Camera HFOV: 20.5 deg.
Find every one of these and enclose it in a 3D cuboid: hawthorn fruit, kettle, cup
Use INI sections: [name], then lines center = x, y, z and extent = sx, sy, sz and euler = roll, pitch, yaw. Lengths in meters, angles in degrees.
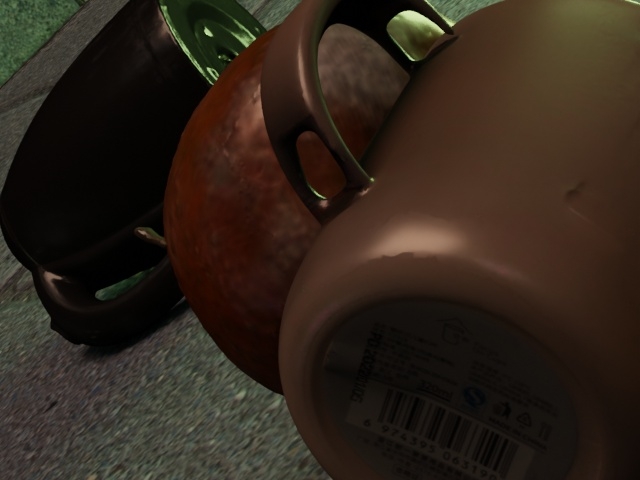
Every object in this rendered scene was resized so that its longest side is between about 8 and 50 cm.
[hawthorn fruit]
center = 0.030, -0.009, 1.022
extent = 0.231, 0.235, 0.263
euler = -25, -22, -10
[kettle]
center = -0.158, -0.050, 1.543
extent = 0.290, 0.207, 0.268
euler = -40, 45, 19
[cup]
center = 0.070, -0.003, 0.777
extent = 0.191, 0.253, 0.200
euler = -36, 12, 40
